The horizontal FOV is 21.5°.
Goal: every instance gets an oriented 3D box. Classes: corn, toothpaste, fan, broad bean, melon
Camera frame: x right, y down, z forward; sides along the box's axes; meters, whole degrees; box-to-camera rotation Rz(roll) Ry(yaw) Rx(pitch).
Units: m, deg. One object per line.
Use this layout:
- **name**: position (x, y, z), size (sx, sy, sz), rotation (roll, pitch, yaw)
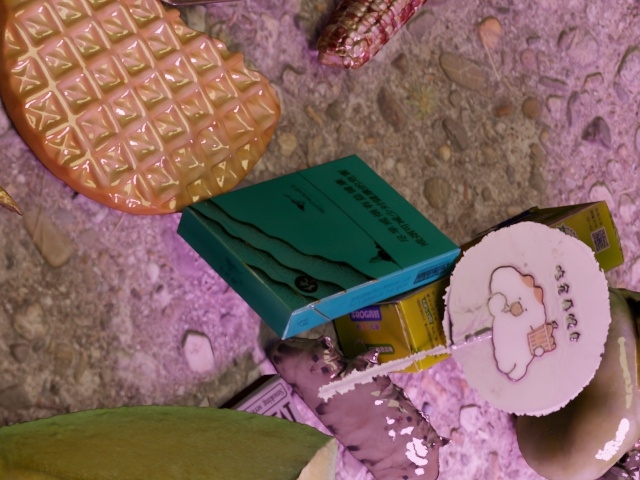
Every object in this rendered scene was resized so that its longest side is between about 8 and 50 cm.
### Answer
- **corn**: position (0.075, -0.258, 1.723), size (0.079, 0.079, 0.237), rotation (50, 62, -22)
- **toothpaste**: position (0.168, 0.044, 1.732), size (0.327, 0.110, 0.077), rotation (-24, 102, -37)
- **fan**: position (0.144, 0.096, 1.615), size (0.329, 0.009, 0.191), rotation (-16, 97, -22)
- **broad bean**: position (0.284, 0.150, 1.751), size (0.100, 0.228, 0.169), rotation (8, 43, -30)
- **melon**: position (-0.134, 0.331, 1.408), size (0.331, 0.226, 0.344), rotation (0, 109, -32)

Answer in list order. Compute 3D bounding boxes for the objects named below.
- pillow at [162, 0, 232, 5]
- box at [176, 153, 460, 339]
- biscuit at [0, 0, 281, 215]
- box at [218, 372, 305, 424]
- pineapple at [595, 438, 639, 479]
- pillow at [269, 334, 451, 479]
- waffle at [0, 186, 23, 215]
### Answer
- **pillow**: position (-0.135, -0.323, 1.580), size (0.130, 0.033, 0.218), rotation (-14, 83, -40)
- **box**: position (0.000, 0.000, 1.585), size (0.226, 0.161, 0.042), rotation (-20, 141, -41)
- **biscuit**: position (-0.174, -0.132, 1.535), size (0.309, 0.040, 0.205), rotation (33, 66, -30)
- **box**: position (-0.080, 0.217, 1.569), size (0.177, 0.036, 0.115), rotation (-36, 107, -35)
- **pineapple**: position (0.324, 0.263, 1.820), size (0.130, 0.119, 0.277), rotation (27, 64, -72)
- **pillow**: position (0.053, 0.169, 1.646), size (0.241, 0.093, 0.051), rotation (50, 22, -19)
- **waffle**: position (-0.347, -0.062, 1.398), size (0.125, 0.032, 0.191), rotation (-44, 110, -34)
